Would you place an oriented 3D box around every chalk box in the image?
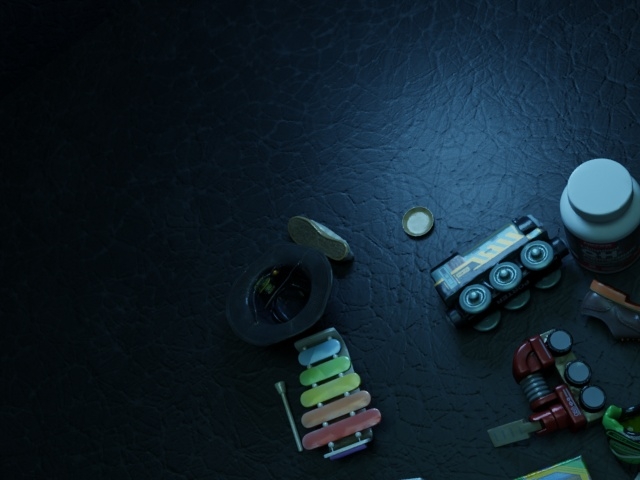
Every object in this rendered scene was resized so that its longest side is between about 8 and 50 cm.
[{"bbox_3d":[0.479,0.558,1.705,0.213,0.132,0.132,-22,62,10],"label":"chalk box"}]

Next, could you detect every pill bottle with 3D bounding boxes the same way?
[{"bbox_3d":[0.630,-0.056,1.802,0.176,0.318,0.176,-8,66,19],"label":"pill bottle"}]

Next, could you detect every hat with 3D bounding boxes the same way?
[{"bbox_3d":[-0.082,0.164,2.092,0.331,0.134,0.331,-21,45,22],"label":"hat"}]

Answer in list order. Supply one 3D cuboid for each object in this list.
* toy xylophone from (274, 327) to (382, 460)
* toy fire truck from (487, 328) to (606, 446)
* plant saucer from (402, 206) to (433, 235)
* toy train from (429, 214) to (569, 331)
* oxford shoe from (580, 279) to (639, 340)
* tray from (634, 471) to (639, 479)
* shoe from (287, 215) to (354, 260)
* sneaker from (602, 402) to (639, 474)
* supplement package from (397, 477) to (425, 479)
[{"bbox_3d":[0.008,0.391,1.989,0.236,0.081,0.323,-30,60,7],"label":"toy xylophone"},{"bbox_3d":[0.477,0.347,1.805,0.246,0.158,0.217,-23,62,-1],"label":"toy fire truck"},{"bbox_3d":[0.257,-0.048,2.119,0.083,0.015,0.083,-8,66,18],"label":"plant saucer"},{"bbox_3d":[0.423,0.072,1.940,0.334,0.142,0.190,-36,51,3],"label":"toy train"},{"bbox_3d":[0.715,0.192,1.808,0.271,0.097,0.098,33,102,33],"label":"oxford shoe"},{"bbox_3d":[0.756,0.582,1.646,0.270,0.030,0.145,31,83,29],"label":"tray"},{"bbox_3d":[0.000,0.000,2.181,0.219,0.058,0.077,31,102,33],"label":"shoe"},{"bbox_3d":[0.731,0.367,1.612,0.343,0.146,0.134,-24,23,32],"label":"sneaker"},{"bbox_3d":[0.160,0.629,1.722,0.199,0.263,0.198,-11,65,17],"label":"supplement package"}]
